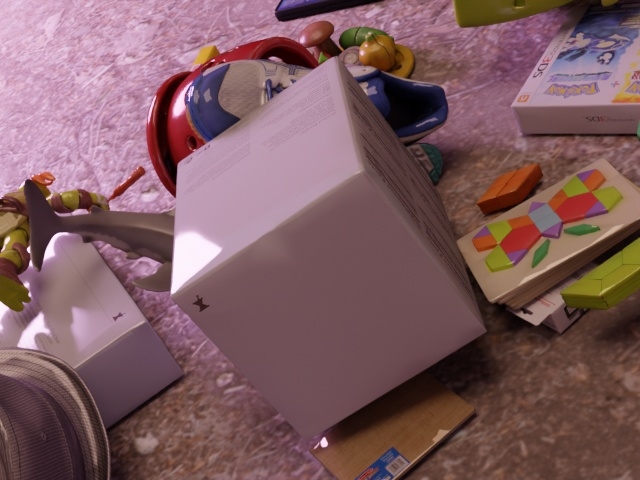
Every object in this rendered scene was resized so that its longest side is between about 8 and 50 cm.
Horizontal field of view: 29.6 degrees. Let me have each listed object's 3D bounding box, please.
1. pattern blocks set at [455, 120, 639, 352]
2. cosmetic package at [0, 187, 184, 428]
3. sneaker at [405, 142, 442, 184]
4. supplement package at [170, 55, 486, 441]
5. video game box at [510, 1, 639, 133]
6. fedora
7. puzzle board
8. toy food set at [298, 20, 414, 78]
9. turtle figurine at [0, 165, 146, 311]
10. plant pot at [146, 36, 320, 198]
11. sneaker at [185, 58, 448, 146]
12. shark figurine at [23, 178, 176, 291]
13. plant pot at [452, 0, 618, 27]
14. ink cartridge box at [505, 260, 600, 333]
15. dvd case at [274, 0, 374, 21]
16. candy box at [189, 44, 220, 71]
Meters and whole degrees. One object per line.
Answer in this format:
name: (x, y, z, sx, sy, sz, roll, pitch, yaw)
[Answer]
pattern blocks set: (0.216, -0.010, 1.136, 0.325, 0.026, 0.285, -36, 25, -8)
cosmetic package: (-0.351, 0.116, 1.367, 0.284, 0.097, 0.377, -37, 35, -8)
sneaker: (0.055, -0.063, 1.334, 0.166, 0.065, 0.076, -29, 26, -7)
supplement package: (0.000, 0.000, 1.125, 0.199, 0.198, 0.262, -33, 26, 13)
video game box: (0.333, -0.189, 1.303, 0.205, 0.048, 0.187, 3, 49, 39)
fedora: (-0.322, 0.211, 1.106, 0.244, 0.124, 0.275, -7, 66, 2)
puzzle board: (0.063, 0.171, 1.076, 0.128, 0.011, 0.096, -39, 37, -12)
toy food set: (0.015, -0.238, 1.570, 0.218, 0.071, 0.128, 7, 49, 41)
turtle figurine: (-0.336, -0.010, 1.360, 0.270, 0.087, 0.217, -14, 37, 19)
plant pot: (-0.096, -0.130, 1.412, 0.174, 0.191, 0.191, -6, 41, 34)
sneaker: (0.003, -0.149, 1.274, 0.296, 0.112, 0.131, -3, -8, -37)
shark figurine: (-0.179, -0.018, 1.304, 0.166, 0.278, 0.116, -95, 26, -65)
plant pot: (0.276, -0.378, 1.389, 0.207, 0.228, 0.227, 3, 22, 28)
ink cartridge box: (0.215, 0.052, 1.099, 0.083, 0.028, 0.048, -39, 33, -14)
dvd case: (0.048, -0.424, 1.824, 0.180, 0.022, 0.253, -6, 41, 31)
candy box: (-0.151, -0.150, 1.549, 0.027, 0.105, 0.206, -10, 40, 26)
